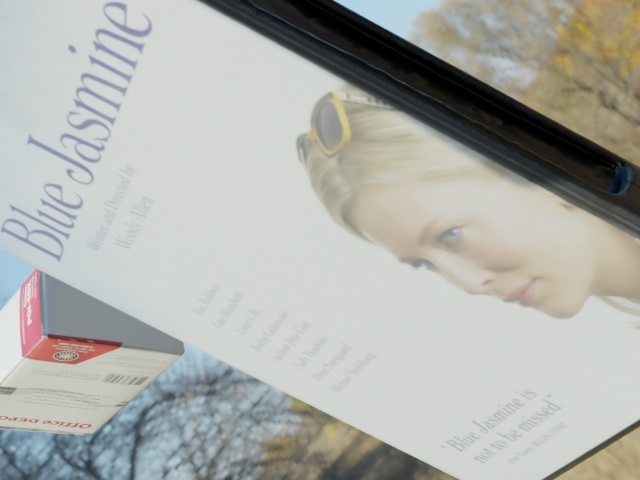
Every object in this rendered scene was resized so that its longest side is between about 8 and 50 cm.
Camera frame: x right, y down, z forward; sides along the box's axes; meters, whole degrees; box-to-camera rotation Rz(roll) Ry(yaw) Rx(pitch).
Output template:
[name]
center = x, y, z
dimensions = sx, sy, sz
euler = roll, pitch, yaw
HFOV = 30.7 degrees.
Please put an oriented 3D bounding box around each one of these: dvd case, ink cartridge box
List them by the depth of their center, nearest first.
[dvd case]
center = 0.000, 0.000, 0.384
dimensions = 0.180, 0.253, 0.022
euler = -53, 11, 54
[ink cartridge box]
center = -0.167, 0.075, 0.772
dimensions = 0.099, 0.056, 0.135
euler = 11, -36, -35
